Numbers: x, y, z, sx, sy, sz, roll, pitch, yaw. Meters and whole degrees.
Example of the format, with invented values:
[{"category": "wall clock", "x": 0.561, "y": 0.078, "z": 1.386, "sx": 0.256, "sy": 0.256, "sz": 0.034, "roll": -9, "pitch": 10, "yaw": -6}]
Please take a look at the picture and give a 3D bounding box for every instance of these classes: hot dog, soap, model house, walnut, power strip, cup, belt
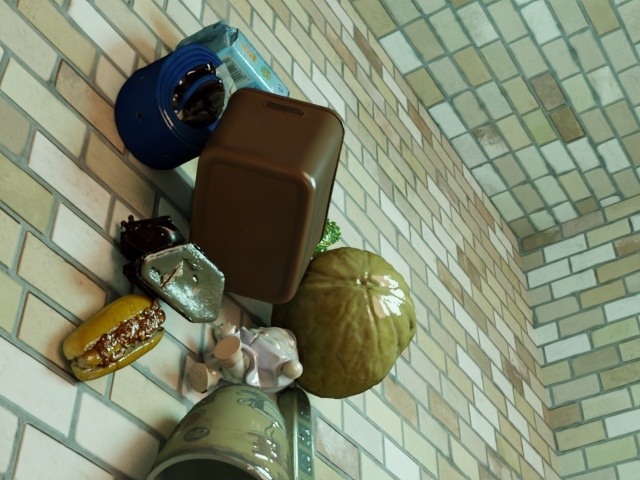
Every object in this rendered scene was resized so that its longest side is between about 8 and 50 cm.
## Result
[{"category": "hot dog", "x": -0.318, "y": 0.147, "z": 1.541, "sx": 0.102, "sy": 0.076, "sz": 0.249, "roll": 63, "pitch": 24, "yaw": -3}, {"category": "soap", "x": -0.192, "y": -0.364, "z": 2.164, "sx": 0.293, "sy": 0.156, "sz": 0.077, "roll": 46, "pitch": 33, "yaw": -42}, {"category": "model house", "x": -0.272, "y": 0.054, "z": 1.684, "sx": 0.141, "sy": 0.164, "sz": 0.203, "roll": -53, "pitch": 130, "yaw": -23}, {"category": "walnut", "x": 0.044, "y": 0.177, "z": 1.994, "sx": 0.333, "sy": 0.332, "sz": 0.333, "roll": 47, "pitch": 31, "yaw": -40}, {"category": "power strip", "x": -0.049, "y": 0.419, "z": 1.922, "sx": 0.080, "sy": 0.048, "sz": 0.286, "roll": 46, "pitch": 30, "yaw": -43}, {"category": "cup", "x": -0.144, "y": 0.394, "z": 1.569, "sx": 0.257, "sy": 0.227, "sz": 0.301, "roll": -69, "pitch": 161, "yaw": -63}, {"category": "belt", "x": -0.281, "y": -0.271, "z": 1.939, "sx": 0.212, "sy": 0.117, "sz": 0.347, "roll": 59, "pitch": 25, "yaw": -17}]

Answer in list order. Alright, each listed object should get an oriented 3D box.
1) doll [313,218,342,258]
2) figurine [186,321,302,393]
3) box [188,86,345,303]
[{"category": "doll", "x": 0.010, "y": -0.003, "z": 2.380, "sx": 0.113, "sy": 0.076, "sz": 0.078, "roll": -68, "pitch": 140, "yaw": -57}, {"category": "figurine", "x": -0.135, "y": 0.229, "z": 1.796, "sx": 0.276, "sy": 0.200, "sz": 0.133, "roll": 7, "pitch": 105, "yaw": -62}, {"category": "box", "x": -0.110, "y": -0.077, "z": 1.838, "sx": 0.229, "sy": 0.239, "sz": 0.339, "roll": -70, "pitch": 173, "yaw": -52}]
